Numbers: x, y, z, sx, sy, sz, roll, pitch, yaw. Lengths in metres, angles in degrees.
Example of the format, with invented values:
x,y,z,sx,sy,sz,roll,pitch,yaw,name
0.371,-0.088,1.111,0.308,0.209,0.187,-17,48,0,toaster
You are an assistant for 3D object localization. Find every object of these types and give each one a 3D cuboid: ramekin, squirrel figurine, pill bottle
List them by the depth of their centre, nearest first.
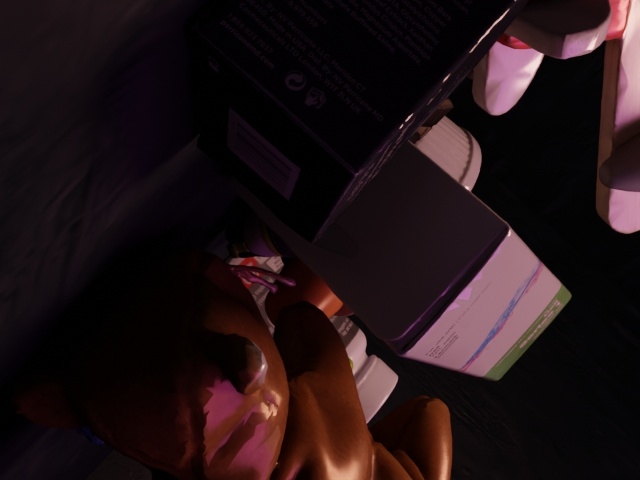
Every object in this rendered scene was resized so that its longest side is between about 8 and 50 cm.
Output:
x,y,z,sx,sy,sz,roll,pitch,yaw,name
-0.067,0.209,0.632,0.370,0.281,0.397,67,24,-47,squirrel figurine
0.105,-0.099,1.125,0.207,0.109,0.207,-37,-151,25,ramekin
-0.039,0.144,1.139,0.161,0.283,0.161,-48,178,-2,pill bottle

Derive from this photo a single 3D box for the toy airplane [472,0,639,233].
x,y,z,sx,sy,sz,roll,pitch,yaw,name
0.307,-0.217,0.678,0.386,0.272,0.384,27,93,-52,toy airplane

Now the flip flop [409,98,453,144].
x,y,z,sx,sy,sz,roll,pitch,yaw,name
0.064,-0.141,0.900,0.112,0.080,0.277,-43,165,23,flip flop

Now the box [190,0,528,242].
x,y,z,sx,sy,sz,roll,pitch,yaw,name
0.022,-0.095,0.409,0.158,0.093,0.156,-48,179,-12,box

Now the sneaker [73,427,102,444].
x,y,z,sx,sy,sz,roll,pitch,yaw,name
-0.232,0.176,0.850,0.053,0.059,0.144,-44,176,-26,sneaker

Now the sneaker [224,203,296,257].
x,y,z,sx,sy,sz,roll,pitch,yaw,name
-0.032,-0.049,0.863,0.097,0.084,0.234,-14,-163,28,sneaker

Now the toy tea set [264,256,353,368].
x,y,z,sx,sy,sz,roll,pitch,yaw,name
-0.057,0.130,0.942,0.336,0.200,0.124,-32,-170,38,toy tea set

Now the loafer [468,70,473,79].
x,y,z,sx,sy,sz,roll,pitch,yaw,name
0.231,-0.304,0.990,0.096,0.084,0.267,-46,178,-40,loafer

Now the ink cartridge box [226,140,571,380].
x,y,z,sx,sy,sz,roll,pitch,yaw,name
0.079,0.002,0.686,0.117,0.201,0.278,-49,153,7,ink cartridge box

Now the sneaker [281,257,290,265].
x,y,z,sx,sy,sz,roll,pitch,yaw,name
0.000,0.000,0.956,0.132,0.086,0.229,-21,180,-26,sneaker
